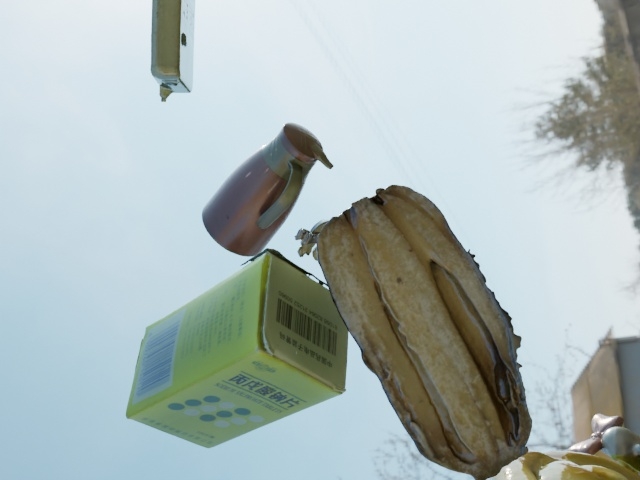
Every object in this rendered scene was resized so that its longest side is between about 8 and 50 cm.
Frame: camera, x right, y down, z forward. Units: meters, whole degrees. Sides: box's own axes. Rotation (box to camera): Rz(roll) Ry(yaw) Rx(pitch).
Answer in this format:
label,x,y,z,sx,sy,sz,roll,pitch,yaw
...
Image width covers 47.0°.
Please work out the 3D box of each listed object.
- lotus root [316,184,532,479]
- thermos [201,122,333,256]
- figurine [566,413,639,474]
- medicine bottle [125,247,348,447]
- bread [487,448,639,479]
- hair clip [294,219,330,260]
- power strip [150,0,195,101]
label,x,y,z,sx,sy,sz,roll,pitch,yaw
lotus root,0.122,0.101,0.817,0.078,0.167,0.330,54,-169,-79
thermos,-0.099,-0.095,1.394,0.145,0.265,0.176,23,-141,-27
figurine,0.707,0.433,1.510,0.154,0.421,0.193,-36,-90,-28
medicine bottle,-0.099,0.136,0.871,0.137,0.250,0.141,35,-139,-32
bread,0.366,0.460,1.073,0.424,0.245,0.329,18,-149,-45
hair clip,0.000,-0.001,1.875,0.049,0.116,0.172,40,-165,29
power strip,-0.199,-0.329,1.004,0.118,0.046,0.271,-176,88,-87
